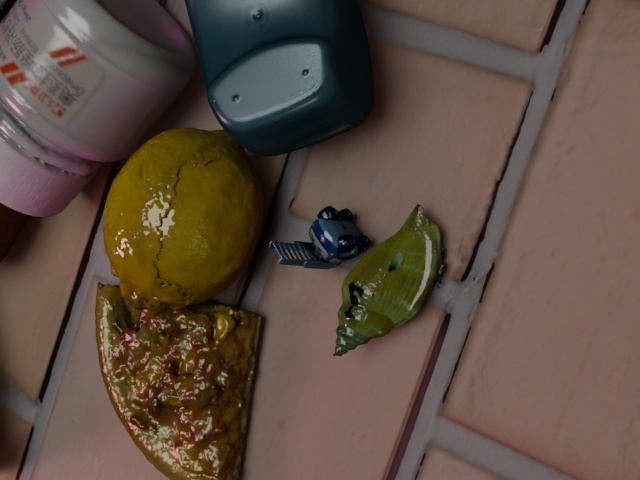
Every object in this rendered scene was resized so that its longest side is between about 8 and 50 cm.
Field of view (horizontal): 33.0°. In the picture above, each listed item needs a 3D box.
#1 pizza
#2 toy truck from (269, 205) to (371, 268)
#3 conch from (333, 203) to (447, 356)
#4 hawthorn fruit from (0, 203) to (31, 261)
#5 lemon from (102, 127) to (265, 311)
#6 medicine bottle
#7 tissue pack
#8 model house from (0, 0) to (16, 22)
[{"bbox_3d":[-0.214,0.202,1.461,0.257,0.087,0.268,7,93,33],"label":"pizza"},{"bbox_3d":[0.000,0.000,1.317,0.074,0.136,0.063,-40,67,21],"label":"toy truck"},{"bbox_3d":[0.080,0.059,1.309,0.201,0.079,0.095,-45,86,11],"label":"conch"},{"bbox_3d":[-0.545,-0.068,1.564,0.208,0.248,0.208,-7,68,19],"label":"hawthorn fruit"},{"bbox_3d":[-0.177,-0.028,1.386,0.204,0.204,0.260,27,90,28],"label":"lemon"},{"bbox_3d":[-0.343,-0.204,1.463,0.302,0.241,0.241,-47,67,19],"label":"medicine bottle"},{"bbox_3d":[-0.046,-0.254,1.330,0.198,0.206,0.287,-20,79,18],"label":"tissue pack"},{"bbox_3d":[-0.498,-0.383,1.461,0.224,0.215,0.198,40,76,-10],"label":"model house"}]
